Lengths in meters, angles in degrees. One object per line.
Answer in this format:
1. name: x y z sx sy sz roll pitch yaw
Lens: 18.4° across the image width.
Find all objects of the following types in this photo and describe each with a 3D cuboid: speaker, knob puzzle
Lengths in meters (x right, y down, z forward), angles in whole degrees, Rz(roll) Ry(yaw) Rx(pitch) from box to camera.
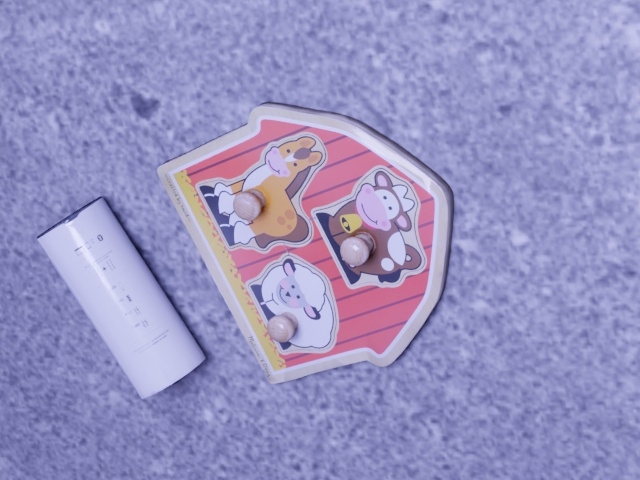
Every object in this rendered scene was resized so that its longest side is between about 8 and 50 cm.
1. speaker: -0.136 0.040 1.362 0.055 0.055 0.136 -29 97 35
2. knob puzzle: 0.000 0.000 1.284 0.213 0.030 0.213 12 117 24
